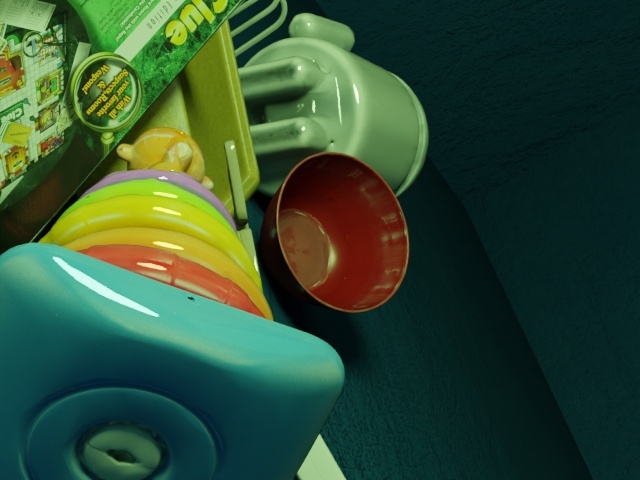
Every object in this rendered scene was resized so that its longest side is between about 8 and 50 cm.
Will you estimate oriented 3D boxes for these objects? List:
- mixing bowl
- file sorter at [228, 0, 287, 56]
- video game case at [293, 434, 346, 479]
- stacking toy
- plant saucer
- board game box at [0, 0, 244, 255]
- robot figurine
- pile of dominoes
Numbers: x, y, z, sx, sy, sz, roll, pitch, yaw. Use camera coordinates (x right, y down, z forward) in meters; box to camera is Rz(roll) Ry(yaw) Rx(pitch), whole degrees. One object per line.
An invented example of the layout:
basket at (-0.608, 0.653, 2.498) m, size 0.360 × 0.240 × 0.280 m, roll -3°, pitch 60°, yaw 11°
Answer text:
mixing bowl at (0.000, 0.000, 1.214) m, size 0.181 × 0.098 × 0.182 m, roll 11°, pitch 71°, yaw -35°
file sorter at (-0.162, -0.343, 1.322) m, size 0.193 × 0.173 × 0.278 m, roll 51°, pitch 14°, yaw -31°
video game case at (0.010, 0.214, 0.697) m, size 0.204 × 0.025 × 0.285 m, roll 59°, pitch -15°, yaw 6°
stacking toy at (-0.100, 0.018, 0.618) m, size 0.175 × 0.166 × 0.302 m, roll 20°, pitch 30°, yaw -17°
plant saucer at (-0.126, -0.131, 0.887) m, size 0.333 × 0.080 × 0.333 m, roll -69°, pitch 148°, yaw -74°
board game box at (-0.166, -0.122, 0.695) m, size 0.030 × 0.260 × 0.136 m, roll 3°, pitch -40°, yaw 52°
robot figurine at (0.013, -0.141, 1.379) m, size 0.353 × 0.199 × 0.300 m, roll 10°, pitch 79°, yaw -62°
pile of dominoes at (-0.062, 0.066, 0.819) m, size 0.251 × 0.040 × 0.196 m, roll 91°, pitch -12°, yaw -63°
